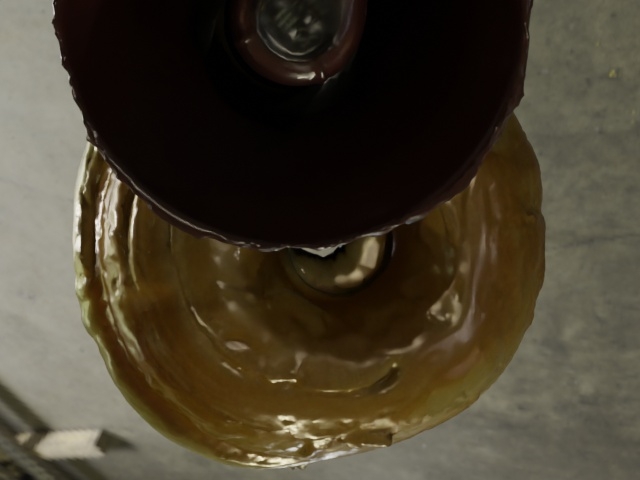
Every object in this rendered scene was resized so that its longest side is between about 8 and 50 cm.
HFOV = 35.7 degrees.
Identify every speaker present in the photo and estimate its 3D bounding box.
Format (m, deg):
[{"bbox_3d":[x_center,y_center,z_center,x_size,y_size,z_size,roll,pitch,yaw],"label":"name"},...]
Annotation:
[{"bbox_3d":[-0.008,-0.165,0.537,0.198,0.329,0.259,11,108,-6],"label":"speaker"}]

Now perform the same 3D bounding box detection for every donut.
[{"bbox_3d":[0.000,0.000,0.901,0.449,0.449,0.198,30,176,-14],"label":"donut"}]
